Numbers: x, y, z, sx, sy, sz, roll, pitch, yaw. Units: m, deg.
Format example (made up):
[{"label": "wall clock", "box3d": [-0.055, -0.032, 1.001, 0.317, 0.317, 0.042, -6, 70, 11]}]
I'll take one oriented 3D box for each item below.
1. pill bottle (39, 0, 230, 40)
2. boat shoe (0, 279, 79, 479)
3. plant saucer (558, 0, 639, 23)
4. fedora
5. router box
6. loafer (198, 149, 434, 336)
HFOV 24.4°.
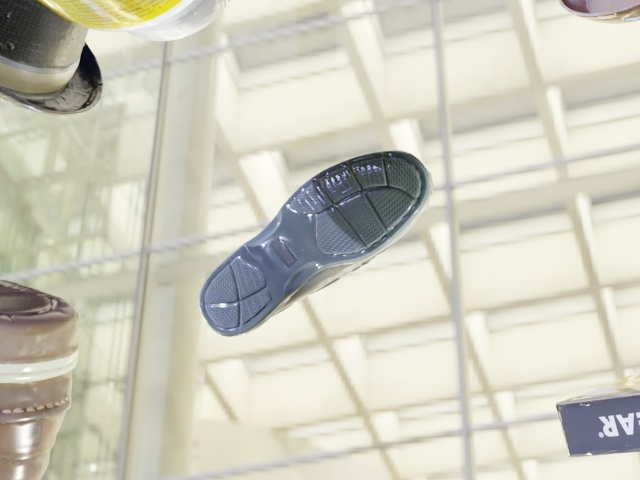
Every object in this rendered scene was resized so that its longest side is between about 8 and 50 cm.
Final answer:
[{"label": "pill bottle", "box3d": [-0.182, -0.273, 1.145, 0.187, 0.188, 0.334, -13, -15, 15]}, {"label": "boat shoe", "box3d": [-0.212, 0.059, 0.724, 0.095, 0.095, 0.257, -5, 13, -38]}, {"label": "plant saucer", "box3d": [0.265, -0.224, 1.159, 0.168, 0.168, 0.029, -26, -59, 27]}, {"label": "fedora", "box3d": [-0.336, -0.285, 1.634, 0.334, 0.334, 0.152, 30, -67, -29]}, {"label": "router box", "box3d": [0.281, 0.113, 1.062, 0.133, 0.046, 0.179, -13, -2, -43]}, {"label": "loafer", "box3d": [0.000, 0.000, 1.436, 0.267, 0.096, 0.084, -34, -13, 17]}]
